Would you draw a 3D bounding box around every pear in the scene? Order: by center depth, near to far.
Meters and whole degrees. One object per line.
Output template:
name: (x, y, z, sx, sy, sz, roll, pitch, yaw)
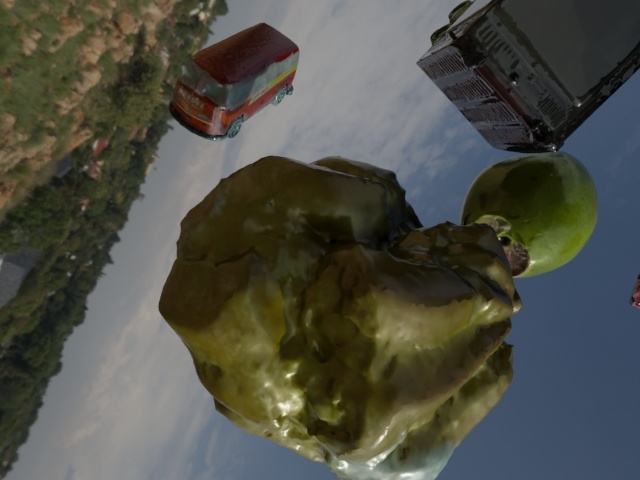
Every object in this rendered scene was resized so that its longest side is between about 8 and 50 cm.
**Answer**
pear: (0.312, -0.049, 0.681, 0.220, 0.187, 0.187, -36, -169, -25)

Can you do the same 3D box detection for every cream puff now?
cream puff: (0.050, 0.053, 0.490, 0.275, 0.378, 0.378, -30, -142, 28)

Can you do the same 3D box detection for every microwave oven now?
microwave oven: (0.273, -0.239, 0.535, 0.247, 0.188, 0.178, -44, -171, 8)

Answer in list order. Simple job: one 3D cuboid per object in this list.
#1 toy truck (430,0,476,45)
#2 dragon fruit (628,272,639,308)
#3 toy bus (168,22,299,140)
toy truck: (0.360, -0.440, 0.967, 0.211, 0.148, 0.187, -19, -144, 42)
dragon fruit: (0.847, 0.101, 1.130, 0.161, 0.274, 0.126, -10, -119, 37)
toy bus: (-0.140, -0.280, 0.788, 0.265, 0.121, 0.120, -52, 177, -43)
